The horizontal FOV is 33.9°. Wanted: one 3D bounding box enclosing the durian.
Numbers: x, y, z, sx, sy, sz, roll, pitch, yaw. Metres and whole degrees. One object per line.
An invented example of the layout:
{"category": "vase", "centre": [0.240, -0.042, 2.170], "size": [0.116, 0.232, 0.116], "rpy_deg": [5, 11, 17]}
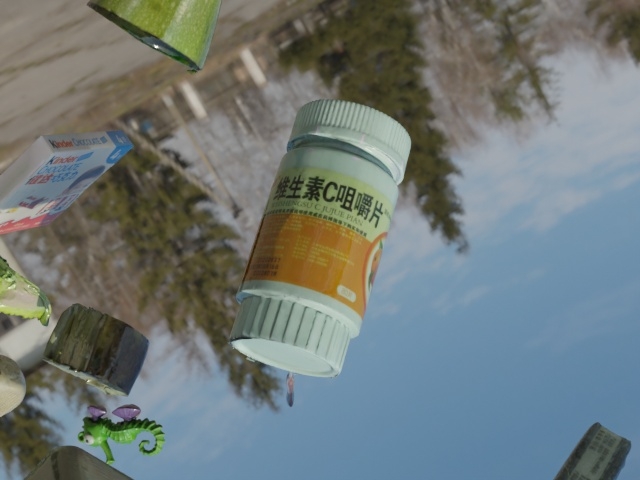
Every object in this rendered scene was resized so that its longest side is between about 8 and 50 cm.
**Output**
{"category": "durian", "centre": [-0.655, 0.058, 1.932], "size": [0.132, 0.375, 0.107], "rpy_deg": [-40, -156, 29]}

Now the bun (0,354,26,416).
{"category": "bun", "centre": [-0.641, 0.263, 1.951], "size": [0.173, 0.113, 0.166], "rpy_deg": [-21, 153, 6]}

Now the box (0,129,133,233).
{"category": "box", "centre": [-0.509, -0.105, 1.941], "size": [0.265, 0.048, 0.273], "rpy_deg": [-39, 173, 21]}

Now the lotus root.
{"category": "lotus root", "centre": [-0.388, 0.194, 1.841], "size": [0.235, 0.138, 0.119], "rpy_deg": [7, -116, 53]}

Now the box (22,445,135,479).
{"category": "box", "centre": [-0.234, 0.473, 1.331], "size": [0.177, 0.352, 0.344], "rpy_deg": [-47, -150, 6]}

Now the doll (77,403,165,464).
{"category": "doll", "centre": [-0.381, 0.368, 1.997], "size": [0.190, 0.115, 0.050], "rpy_deg": [-5, 179, 21]}

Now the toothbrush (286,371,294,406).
{"category": "toothbrush", "centre": [-0.048, 0.219, 1.624], "size": [0.013, 0.019, 0.193], "rpy_deg": [-24, 152, -14]}

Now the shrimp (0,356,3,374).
{"category": "shrimp", "centre": [-0.590, 0.141, 1.624], "size": [0.063, 0.287, 0.152], "rpy_deg": [-10, -142, 25]}

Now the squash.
{"category": "squash", "centre": [-0.202, -0.300, 1.356], "size": [0.123, 0.170, 0.170], "rpy_deg": [-58, -168, -2]}

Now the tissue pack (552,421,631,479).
{"category": "tissue pack", "centre": [0.364, 0.421, 1.583], "size": [0.257, 0.081, 0.185], "rpy_deg": [-48, 156, -31]}

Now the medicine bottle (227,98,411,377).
{"category": "medicine bottle", "centre": [0.000, 0.000, 1.294], "size": [0.158, 0.158, 0.318], "rpy_deg": [-15, -127, 57]}
